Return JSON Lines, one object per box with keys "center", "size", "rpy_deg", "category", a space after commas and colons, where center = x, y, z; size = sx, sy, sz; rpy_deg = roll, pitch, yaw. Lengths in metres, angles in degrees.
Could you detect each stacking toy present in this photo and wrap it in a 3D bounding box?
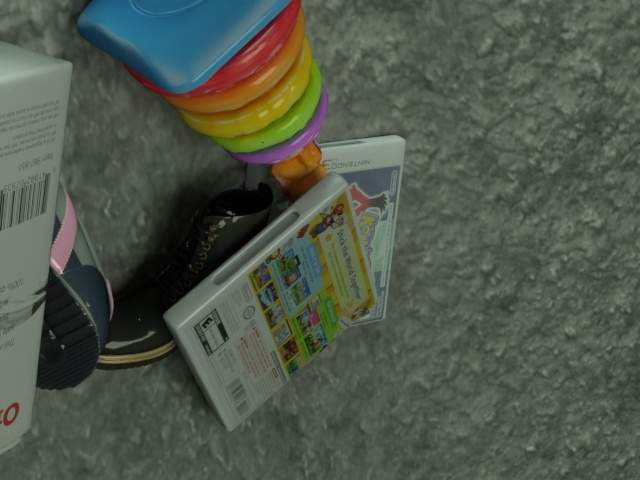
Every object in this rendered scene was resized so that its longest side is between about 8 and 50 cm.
{"center": [-0.055, -0.127, 1.298], "size": [0.166, 0.175, 0.302], "rpy_deg": [-45, 137, -12], "category": "stacking toy"}

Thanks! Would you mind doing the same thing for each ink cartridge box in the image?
{"center": [-0.302, 0.020, 1.044], "size": [0.223, 0.129, 0.307], "rpy_deg": [-29, 133, -61], "category": "ink cartridge box"}

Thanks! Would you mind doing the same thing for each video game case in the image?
{"center": [-0.039, 0.063, 1.400], "size": [0.206, 0.026, 0.227], "rpy_deg": [-41, 150, -14], "category": "video game case"}
{"center": [0.000, 0.000, 1.484], "size": [0.183, 0.023, 0.201], "rpy_deg": [-9, 115, -35], "category": "video game case"}

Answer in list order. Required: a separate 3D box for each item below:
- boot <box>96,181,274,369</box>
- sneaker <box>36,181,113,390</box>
{"center": [-0.131, 0.026, 1.332], "size": [0.198, 0.077, 0.137], "rpy_deg": [-28, 147, -36], "category": "boot"}
{"center": [-0.265, -0.037, 1.221], "size": [0.112, 0.131, 0.319], "rpy_deg": [-17, 107, 10], "category": "sneaker"}
